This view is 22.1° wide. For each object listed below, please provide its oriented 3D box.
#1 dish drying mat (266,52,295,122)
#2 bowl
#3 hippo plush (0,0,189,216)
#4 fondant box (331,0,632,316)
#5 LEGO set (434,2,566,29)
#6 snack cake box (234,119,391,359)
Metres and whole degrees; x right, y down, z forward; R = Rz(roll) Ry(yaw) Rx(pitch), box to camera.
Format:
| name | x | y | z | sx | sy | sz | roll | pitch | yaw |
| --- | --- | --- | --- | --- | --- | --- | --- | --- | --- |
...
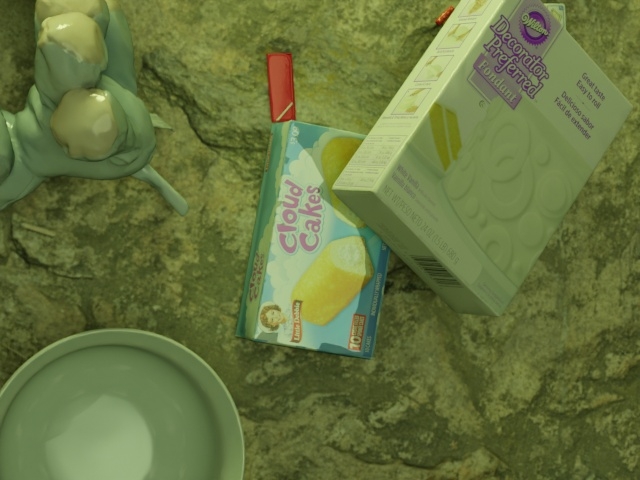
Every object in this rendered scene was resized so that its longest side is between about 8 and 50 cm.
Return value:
| name | x | y | z | sx | sy | sz | roll | pitch | yaw |
| --- | --- | --- | --- | --- | --- | --- | --- | --- | --- |
| dish drying mat | -0.047 | -0.185 | 1.987 | 0.032 | 0.008 | 0.083 | -4 | 92 | -16 |
| bowl | -0.244 | 0.243 | 1.866 | 0.297 | 0.134 | 0.298 | 0 | 90 | -17 |
| hippo plush | -0.318 | -0.144 | 1.824 | 0.236 | 0.294 | 0.234 | -16 | 72 | 9 |
| fondant box | 0.198 | -0.111 | 1.952 | 0.238 | 0.096 | 0.330 | 43 | 69 | -26 |
| LEGO set | 0.230 | -0.284 | 2.046 | 0.182 | 0.060 | 0.244 | -2 | 92 | -13 |
| snack cake box | 0.000 | 0.000 | 1.961 | 0.152 | 0.089 | 0.264 | 10 | 87 | -18 |
